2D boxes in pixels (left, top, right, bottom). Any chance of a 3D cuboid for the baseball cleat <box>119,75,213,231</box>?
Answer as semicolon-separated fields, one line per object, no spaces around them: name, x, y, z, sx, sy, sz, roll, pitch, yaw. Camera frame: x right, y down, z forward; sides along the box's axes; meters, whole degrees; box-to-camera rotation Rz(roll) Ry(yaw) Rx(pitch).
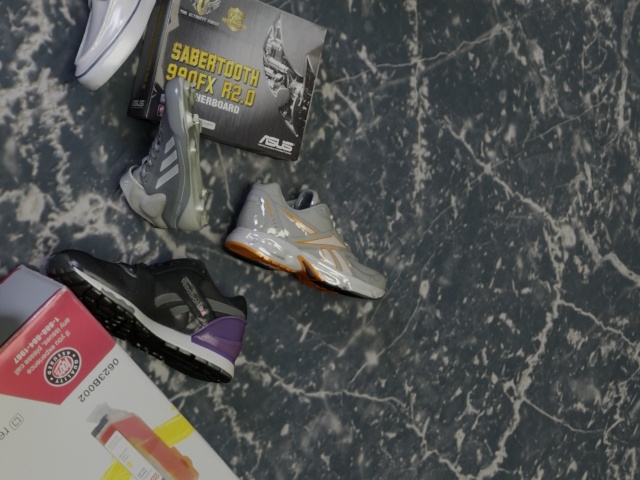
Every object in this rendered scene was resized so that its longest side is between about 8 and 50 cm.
baseball cleat;-0.188;-0.095;1.217;0.109;0.072;0.206;-1;122;3

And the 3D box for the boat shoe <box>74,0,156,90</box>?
boat shoe;-0.235;-0.297;1.188;0.084;0.095;0.258;31;68;-31

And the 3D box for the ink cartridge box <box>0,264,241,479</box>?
ink cartridge box;-0.294;0.265;1.173;0.279;0.160;0.385;-48;121;-21

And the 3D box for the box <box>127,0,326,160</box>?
box;-0.113;-0.214;1.302;0.231;0.056;0.183;14;89;-37

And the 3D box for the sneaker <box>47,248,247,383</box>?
sneaker;-0.205;0.063;1.266;0.283;0.107;0.124;38;59;-38

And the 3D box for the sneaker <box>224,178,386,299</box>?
sneaker;0.000;0.000;1.396;0.262;0.099;0.121;25;78;-37
